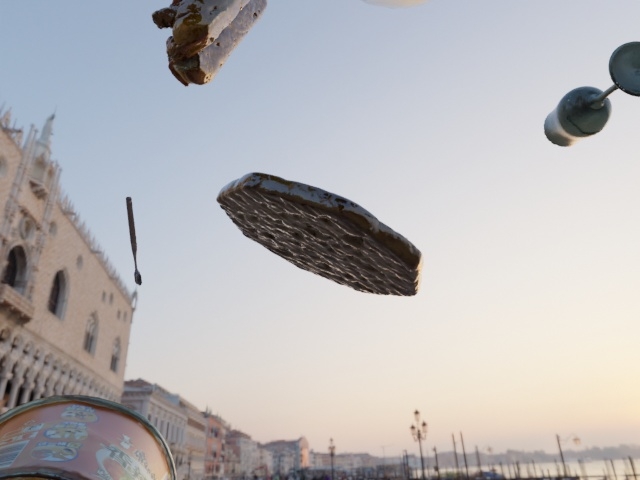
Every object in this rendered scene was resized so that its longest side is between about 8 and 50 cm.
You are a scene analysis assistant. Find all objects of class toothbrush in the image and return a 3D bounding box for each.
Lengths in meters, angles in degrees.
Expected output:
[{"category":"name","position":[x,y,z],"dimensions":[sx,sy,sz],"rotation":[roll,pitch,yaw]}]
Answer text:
[{"category":"toothbrush","position":[-0.189,0.002,0.473],"dimensions":[0.006,0.097,0.008],"rotation":[-17,30,-39]}]

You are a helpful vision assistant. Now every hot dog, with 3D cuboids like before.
[{"category":"hot dog","position":[-0.203,-0.443,0.900],"dimensions":[0.117,0.349,0.158],"rotation":[20,-33,4]}]

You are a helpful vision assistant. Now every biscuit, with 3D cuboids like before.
[{"category":"biscuit","position":[0.000,0.000,0.748],"dimensions":[0.359,0.046,0.359],"rotation":[24,-18,8]}]

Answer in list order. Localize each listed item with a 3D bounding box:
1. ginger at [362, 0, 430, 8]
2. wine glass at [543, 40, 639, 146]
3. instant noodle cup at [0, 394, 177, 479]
[{"category":"ginger","position":[0.096,-0.305,0.349],"dimensions":[0.274,0.153,0.357],"rotation":[-4,-9,-5]},{"category":"wine glass","position":[0.403,-0.202,0.685],"dimensions":[0.079,0.079,0.195],"rotation":[-3,-8,0]},{"category":"instant noodle cup","position":[-0.311,0.334,0.510],"dimensions":[0.296,0.297,0.214],"rotation":[5,-7,-15]}]
